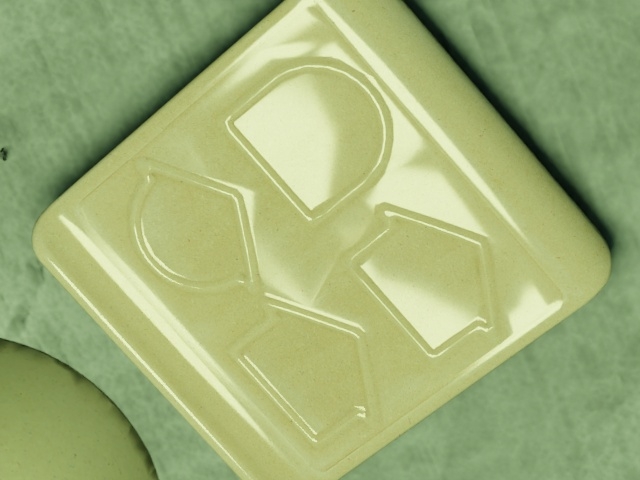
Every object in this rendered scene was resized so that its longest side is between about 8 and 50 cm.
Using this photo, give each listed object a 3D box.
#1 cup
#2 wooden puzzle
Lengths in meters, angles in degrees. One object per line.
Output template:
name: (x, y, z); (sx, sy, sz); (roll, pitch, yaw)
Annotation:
cup: (-0.319, 0.275, 1.349); (0.331, 0.237, 0.331); (4, 110, 10)
wooden puzzle: (0.000, 0.000, 1.274); (0.348, 0.080, 0.322); (-39, 99, 17)
